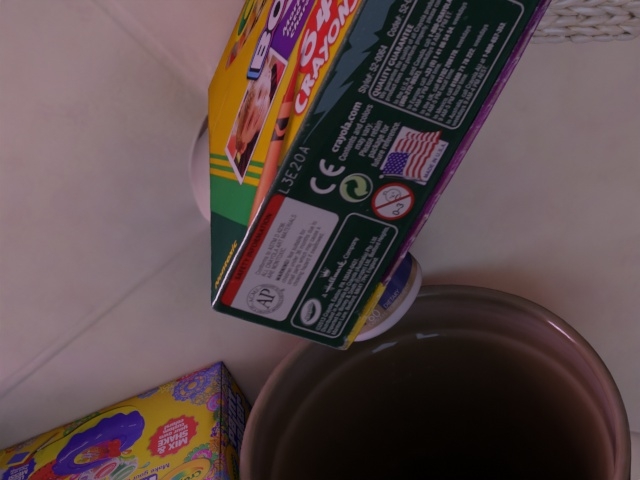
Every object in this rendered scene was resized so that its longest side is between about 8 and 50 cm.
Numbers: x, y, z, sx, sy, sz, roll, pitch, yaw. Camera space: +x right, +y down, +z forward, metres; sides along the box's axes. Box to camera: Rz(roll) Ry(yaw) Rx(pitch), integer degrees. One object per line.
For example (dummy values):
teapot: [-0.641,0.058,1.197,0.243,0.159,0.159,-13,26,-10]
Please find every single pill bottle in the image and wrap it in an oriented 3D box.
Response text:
pill bottle: [0.000,0.000,1.046,0.094,0.094,0.169,-37,117,17]

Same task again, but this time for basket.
basket: [0.169,-0.220,0.887,0.113,0.167,0.103,-2,128,-3]

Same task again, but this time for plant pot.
plant pot: [0.116,0.247,1.114,0.323,0.323,0.280,-14,139,4]

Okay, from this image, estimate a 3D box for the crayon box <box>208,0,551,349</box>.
crayon box: [0.035,-0.167,0.818,0.106,0.313,0.363,19,118,-18]

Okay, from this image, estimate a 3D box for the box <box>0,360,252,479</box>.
box: [-0.158,0.314,1.179,0.290,0.177,0.279,-22,121,10]
